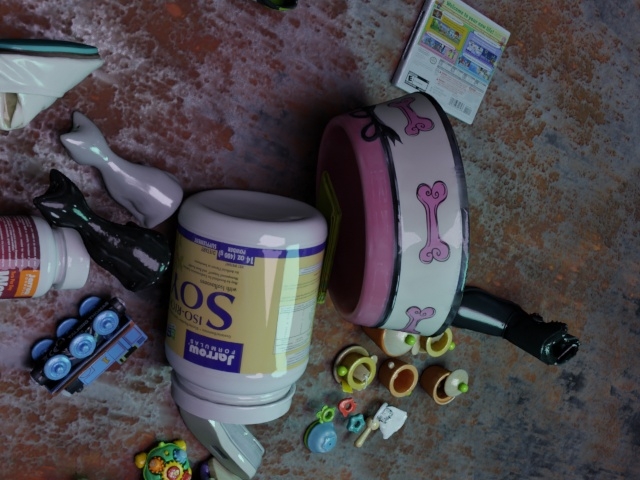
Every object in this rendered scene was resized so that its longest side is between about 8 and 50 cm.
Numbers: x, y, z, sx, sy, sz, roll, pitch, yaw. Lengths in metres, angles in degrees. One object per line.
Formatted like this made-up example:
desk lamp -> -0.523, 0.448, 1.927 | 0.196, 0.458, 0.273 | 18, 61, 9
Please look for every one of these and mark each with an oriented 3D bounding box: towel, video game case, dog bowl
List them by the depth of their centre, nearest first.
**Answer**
dog bowl -> 0.099, -0.039, 1.435 | 0.150, 0.408, 0.408 | -4, 111, -14
towel -> 0.000, 0.000, 1.488 | 0.021, 0.102, 0.237 | -7, 141, -15
video game case -> 0.248, -0.344, 1.636 | 0.212, 0.023, 0.193 | 19, 96, -37

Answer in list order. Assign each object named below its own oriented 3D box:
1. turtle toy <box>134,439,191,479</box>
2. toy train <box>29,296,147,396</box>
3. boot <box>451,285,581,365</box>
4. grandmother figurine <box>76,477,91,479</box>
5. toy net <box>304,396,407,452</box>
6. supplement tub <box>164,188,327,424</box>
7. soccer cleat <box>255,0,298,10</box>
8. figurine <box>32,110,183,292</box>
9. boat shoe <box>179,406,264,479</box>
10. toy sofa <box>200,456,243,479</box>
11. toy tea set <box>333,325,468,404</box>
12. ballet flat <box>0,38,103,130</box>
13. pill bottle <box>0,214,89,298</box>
turtle toy -> -0.265, 0.416, 1.529 | 0.095, 0.066, 0.130 | -16, 99, -29
toy train -> -0.368, 0.171, 1.375 | 0.184, 0.080, 0.105 | -44, 132, -13
boot -> 0.401, 0.180, 1.821 | 0.246, 0.207, 0.094 | 13, 100, -36
grandmother figurine -> -0.430, 0.576, 1.474 | 0.208, 0.104, 0.342 | 30, 92, -34
toy net -> 0.076, 0.361, 1.772 | 0.232, 0.045, 0.122 | -7, 109, -34
supplement tub -> -0.125, 0.102, 1.410 | 0.241, 0.241, 0.331 | -2, 108, -34
soccer cleat -> -0.112, -0.400, 1.336 | 0.179, 0.072, 0.060 | 14, 99, -37
figurine -> -0.310, -0.066, 1.270 | 0.092, 0.215, 0.209 | -27, 129, 28
boat shoe -> -0.174, 0.339, 1.580 | 0.081, 0.079, 0.227 | -56, 130, -35
toy sofa -> -0.153, 0.583, 1.651 | 0.150, 0.177, 0.362 | -34, 127, 11
toy tea set -> 0.195, 0.243, 1.755 | 0.336, 0.124, 0.200 | 17, 97, -37
ballet flat -> -0.434, -0.198, 1.088 | 0.400, 0.139, 0.139 | -16, 120, -63
pill bottle -> -0.451, 0.024, 1.234 | 0.221, 0.121, 0.121 | 0, 107, -34
